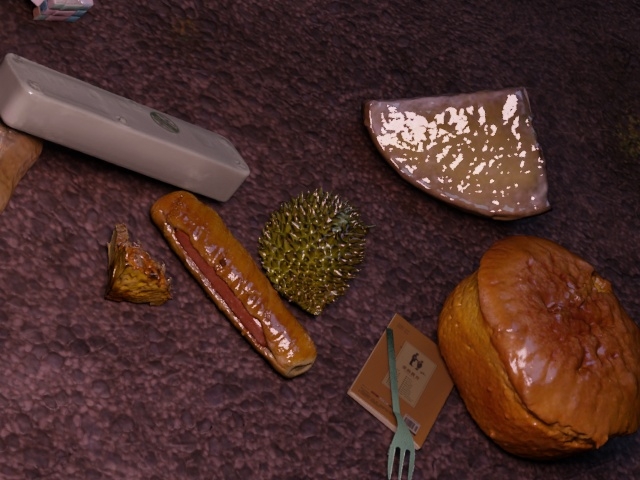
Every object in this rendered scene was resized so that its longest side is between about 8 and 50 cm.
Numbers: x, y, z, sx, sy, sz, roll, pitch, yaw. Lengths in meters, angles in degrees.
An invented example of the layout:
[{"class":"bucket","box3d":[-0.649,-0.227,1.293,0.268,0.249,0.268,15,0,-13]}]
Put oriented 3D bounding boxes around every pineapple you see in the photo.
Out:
[{"class":"pineapple","box3d":[-0.231,0.030,1.960,0.114,0.077,0.114,46,12,-53]}]

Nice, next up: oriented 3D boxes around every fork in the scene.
[{"class":"fork","box3d":[0.096,0.200,2.067,0.039,0.021,0.235,21,46,-26]}]

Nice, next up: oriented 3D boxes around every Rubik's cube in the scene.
[{"class":"Rubik's cube","box3d":[-0.347,-0.332,2.152,0.084,0.075,0.073,7,70,-51]}]

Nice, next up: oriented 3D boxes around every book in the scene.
[{"class":"book","box3d":[0.112,0.181,2.120,0.118,0.012,0.172,40,42,-3]}]

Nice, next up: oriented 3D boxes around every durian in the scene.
[{"class":"durian","box3d":[0.002,-0.008,2.138,0.137,0.095,0.221,38,35,-6]}]

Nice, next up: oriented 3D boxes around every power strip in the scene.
[{"class":"power strip","box3d":[-0.235,-0.130,2.017,0.385,0.062,0.091,20,25,-43]}]

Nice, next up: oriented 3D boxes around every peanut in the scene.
[{"class":"peanut","box3d":[-0.390,-0.089,1.914,0.099,0.099,0.214,33,48,-10]}]

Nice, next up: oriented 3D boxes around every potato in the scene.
[{"class":"potato","box3d":[0.191,-0.121,2.382,0.264,0.211,0.189,-5,94,-4]}]

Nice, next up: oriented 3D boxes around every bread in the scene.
[{"class":"bread","box3d":[0.298,0.142,2.173,0.312,0.172,0.312,25,47,-30]}]

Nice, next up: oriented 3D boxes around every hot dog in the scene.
[{"class":"hot dog","box3d":[-0.104,0.050,2.033,0.286,0.061,0.088,49,30,6]}]
